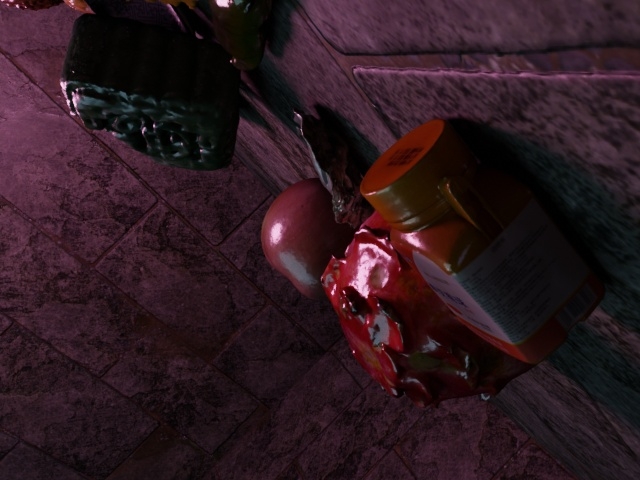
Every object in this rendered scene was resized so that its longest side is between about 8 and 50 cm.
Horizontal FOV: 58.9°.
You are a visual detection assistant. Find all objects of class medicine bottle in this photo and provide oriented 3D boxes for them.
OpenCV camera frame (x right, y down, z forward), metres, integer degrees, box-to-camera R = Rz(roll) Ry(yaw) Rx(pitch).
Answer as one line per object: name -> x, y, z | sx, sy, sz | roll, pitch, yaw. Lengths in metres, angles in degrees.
medicine bottle -> 0.146, -0.001, 0.551 | 0.222, 0.112, 0.149 | 46, 176, -17

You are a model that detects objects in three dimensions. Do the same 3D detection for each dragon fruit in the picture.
dragon fruit -> 0.153, 0.112, 0.902 | 0.386, 0.249, 0.371 | 38, 168, 48

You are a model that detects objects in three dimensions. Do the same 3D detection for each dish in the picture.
dish -> -0.321, -0.442, 0.922 | 0.182, 0.080, 0.243 | 10, 166, 12

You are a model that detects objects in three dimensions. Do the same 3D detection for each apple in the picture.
apple -> 0.000, 0.000, 1.274 | 0.306, 0.235, 0.306 | 43, 176, 4

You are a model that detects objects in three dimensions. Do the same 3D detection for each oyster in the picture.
oyster -> 0.021, -0.112, 0.937 | 0.252, 0.087, 0.199 | 54, -176, -17

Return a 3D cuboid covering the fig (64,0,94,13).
fig -> -0.461, -0.539, 1.037 | 0.257, 0.159, 0.159 | 43, 177, -8

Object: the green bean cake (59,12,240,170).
green bean cake -> -0.310, -0.258, 1.089 | 0.300, 0.169, 0.308 | 10, 164, -7

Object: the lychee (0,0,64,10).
lychee -> -0.596, -0.609, 1.157 | 0.260, 0.260, 0.260 | 45, 177, 3

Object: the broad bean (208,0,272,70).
broad bean -> -0.099, -0.271, 0.691 | 0.077, 0.061, 0.339 | 34, 178, -9

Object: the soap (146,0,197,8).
soap -> -0.327, -0.333, 0.672 | 0.339, 0.304, 0.169 | 45, 180, -2

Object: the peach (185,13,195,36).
peach -> -0.326, -0.415, 1.116 | 0.152, 0.152, 0.152 | 45, 177, 3
